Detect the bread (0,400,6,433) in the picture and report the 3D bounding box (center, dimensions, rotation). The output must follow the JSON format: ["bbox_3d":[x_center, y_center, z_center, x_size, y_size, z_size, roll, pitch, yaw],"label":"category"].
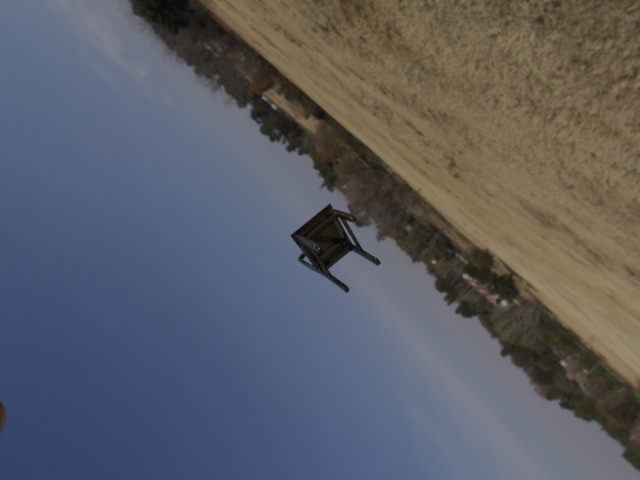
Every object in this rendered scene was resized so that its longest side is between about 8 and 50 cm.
[{"bbox_3d":[-0.595,0.268,0.629,0.246,0.195,0.176,46,-167,-27],"label":"bread"}]

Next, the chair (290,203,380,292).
[{"bbox_3d":[0.000,0.000,0.797,0.102,0.084,0.212,57,167,-25],"label":"chair"}]
